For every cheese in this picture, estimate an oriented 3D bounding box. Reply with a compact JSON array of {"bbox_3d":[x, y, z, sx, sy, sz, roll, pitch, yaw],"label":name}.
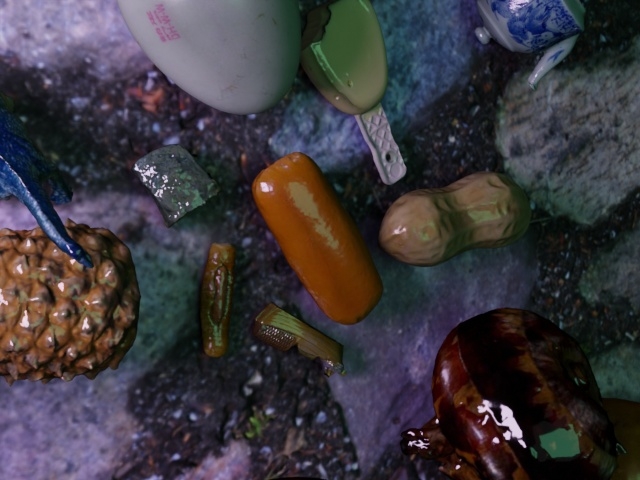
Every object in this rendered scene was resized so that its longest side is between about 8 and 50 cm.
[{"bbox_3d":[0.051,-0.189,1.275,0.127,0.050,0.255,-34,111,-31],"label":"cheese"}]

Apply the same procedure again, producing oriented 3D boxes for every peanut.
[{"bbox_3d":[0.190,-0.030,1.337,0.274,0.125,0.111,-17,83,-37],"label":"peanut"}]

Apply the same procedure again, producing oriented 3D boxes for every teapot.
[{"bbox_3d":[0.277,-0.330,1.394,0.159,0.159,0.232,-45,104,-26],"label":"teapot"}]

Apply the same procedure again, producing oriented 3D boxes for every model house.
[{"bbox_3d":[-0.163,-0.069,1.125,0.079,0.066,0.083,-37,95,-18],"label":"model house"}]

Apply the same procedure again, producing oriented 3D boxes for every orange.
[{"bbox_3d":[0.433,0.353,1.474,0.240,0.240,0.240,-2,93,-36],"label":"orange"}]

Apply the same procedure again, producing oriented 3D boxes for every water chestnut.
[{"bbox_3d":[0.246,0.247,1.335,0.300,0.300,0.300,-2,93,-36],"label":"water chestnut"}]

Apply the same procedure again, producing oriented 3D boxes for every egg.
[{"bbox_3d":[-0.116,-0.254,1.068,0.183,0.183,0.264,-47,125,-25],"label":"egg"}]

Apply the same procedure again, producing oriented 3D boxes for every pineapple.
[{"bbox_3d":[-0.350,0.069,0.930,0.340,0.169,0.169,-4,94,-34],"label":"pineapple"}]

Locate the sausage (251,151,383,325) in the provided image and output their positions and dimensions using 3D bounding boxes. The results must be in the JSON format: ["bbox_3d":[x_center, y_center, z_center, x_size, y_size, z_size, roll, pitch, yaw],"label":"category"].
[{"bbox_3d":[0.000,0.000,1.223,0.098,0.098,0.238,-43,113,-27],"label":"sausage"}]

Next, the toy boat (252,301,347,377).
[{"bbox_3d":[-0.022,0.128,1.239,0.149,0.047,0.049,34,86,-30],"label":"toy boat"}]

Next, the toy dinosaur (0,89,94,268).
[{"bbox_3d":[-0.318,-0.101,0.953,0.076,0.147,0.363,-38,81,-9],"label":"toy dinosaur"}]

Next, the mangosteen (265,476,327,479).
[{"bbox_3d":[-0.004,0.441,1.075,0.421,0.381,0.381,1,91,-50],"label":"mangosteen"}]

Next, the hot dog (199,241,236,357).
[{"bbox_3d":[-0.122,0.070,1.174,0.044,0.028,0.137,7,89,-30],"label":"hot dog"}]
